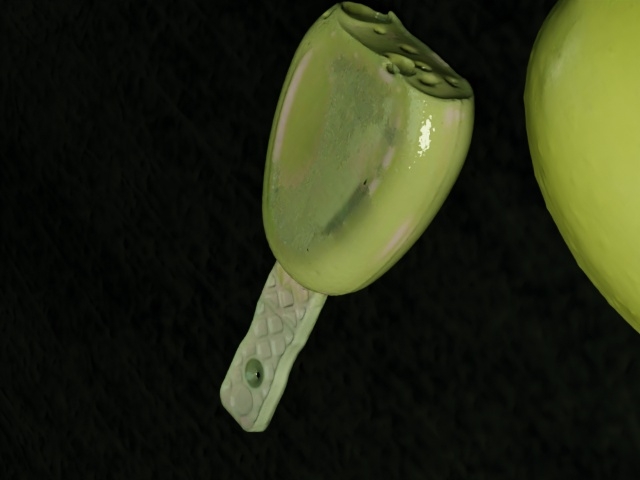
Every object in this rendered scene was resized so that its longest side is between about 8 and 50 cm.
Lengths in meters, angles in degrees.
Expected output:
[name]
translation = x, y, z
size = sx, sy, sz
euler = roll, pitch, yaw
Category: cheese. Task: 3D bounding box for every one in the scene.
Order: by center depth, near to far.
[cheese]
translation = 0.000, 0.000, 0.839
size = 0.097, 0.037, 0.192
euler = 45, 123, 37

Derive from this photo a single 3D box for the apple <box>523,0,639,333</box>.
[apple]
translation = 0.153, -0.039, 0.571
size = 0.200, 0.200, 0.200
euler = 3, 94, 47
